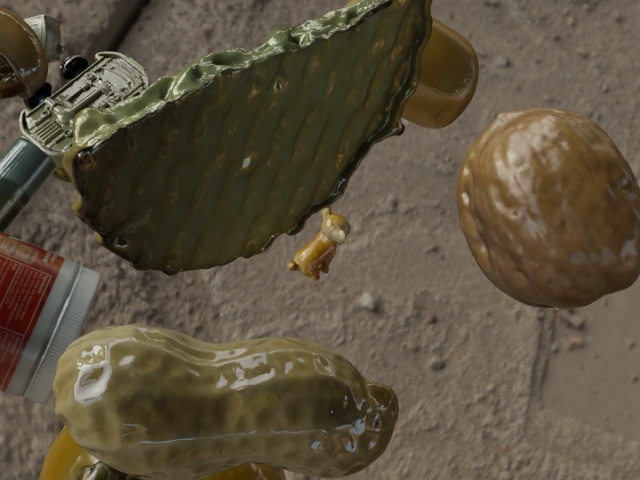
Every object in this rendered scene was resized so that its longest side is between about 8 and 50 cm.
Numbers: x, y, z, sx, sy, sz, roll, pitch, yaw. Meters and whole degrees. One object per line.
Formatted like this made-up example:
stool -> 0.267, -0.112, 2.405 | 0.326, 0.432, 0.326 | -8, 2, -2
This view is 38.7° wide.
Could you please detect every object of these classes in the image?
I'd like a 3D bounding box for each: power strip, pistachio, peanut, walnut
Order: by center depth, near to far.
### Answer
peanut -> -0.075, 0.145, 0.778 | 0.298, 0.136, 0.120 | 6, 38, -13
pistachio -> -0.517, -0.309, 1.456 | 0.131, 0.165, 0.210 | -32, 72, -4
walnut -> 0.381, -0.060, 1.513 | 0.306, 0.306, 0.344 | -30, 91, -30
power strip -> -0.519, -0.337, 1.572 | 0.175, 0.042, 0.075 | -6, 84, 27

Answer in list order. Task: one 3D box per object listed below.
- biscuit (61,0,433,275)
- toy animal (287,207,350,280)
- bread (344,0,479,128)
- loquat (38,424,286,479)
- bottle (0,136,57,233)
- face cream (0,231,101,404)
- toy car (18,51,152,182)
biscuit -> -0.039, -0.060, 0.601 | 0.274, 0.187, 0.036 | -30, 56, -28
toy animal -> 0.000, 0.000, 1.101 | 0.081, 0.083, 0.060 | -4, 43, -39
bread -> 0.118, -0.248, 1.246 | 0.217, 0.098, 0.147 | 19, 77, -19
loquat -> -0.213, 0.329, 1.158 | 0.329, 0.359, 0.328 | -6, 65, 14
bottle -> -0.534, -0.033, 1.438 | 0.082, 0.082, 0.286 | 33, 73, 7
face cream -> -0.427, 0.102, 1.255 | 0.187, 0.201, 0.201 | 24, 54, -14
toy car -> -0.414, -0.206, 1.690 | 0.204, 0.198, 0.248 | 39, 70, 22
